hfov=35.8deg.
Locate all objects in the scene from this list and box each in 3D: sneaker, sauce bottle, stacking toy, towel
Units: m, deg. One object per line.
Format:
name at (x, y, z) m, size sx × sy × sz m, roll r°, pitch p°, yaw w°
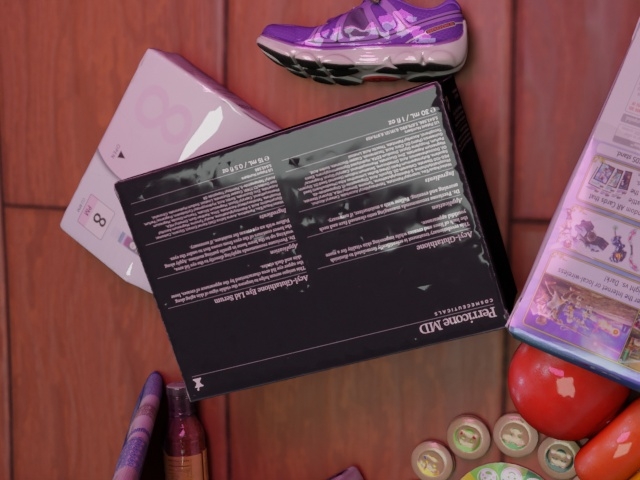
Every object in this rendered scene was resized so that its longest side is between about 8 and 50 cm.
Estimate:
sneaker at (0.034, -0.164, 0.791) m, size 0.169 × 0.068 × 0.071 m, roll 2°, pitch 82°, yaw 14°
sauce bottle at (-0.123, 0.193, 0.901) m, size 0.042 × 0.042 × 0.128 m, roll -1°, pitch 94°, yaw 22°
stacking toy at (0.266, 0.189, 0.706) m, size 0.141 × 0.141 × 0.330 m, roll -48°, pitch 71°, yaw 20°
towel at (-0.177, 0.247, 0.808) m, size 0.034 × 0.285 × 0.209 m, roll 16°, pitch 103°, yaw -6°

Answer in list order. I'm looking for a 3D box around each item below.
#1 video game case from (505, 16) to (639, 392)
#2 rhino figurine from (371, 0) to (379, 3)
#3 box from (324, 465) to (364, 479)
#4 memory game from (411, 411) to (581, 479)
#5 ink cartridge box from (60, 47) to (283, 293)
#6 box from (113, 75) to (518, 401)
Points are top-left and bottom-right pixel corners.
video game case at (0.296, 0.004, 0.654) m, size 0.269 × 0.061 × 0.244 m, roll 23°, pitch 83°, yaw 19°
rhino figurine at (0.058, -0.301, 0.743) m, size 0.106 × 0.073 × 0.243 m, roll 11°, pitch 96°, yaw 20°
box at (-0.041, 0.296, 0.803) m, size 0.181 × 0.182 × 0.119 m, roll -33°, pitch 84°, yaw 23°
memory game at (0.150, 0.229, 0.809) m, size 0.186 × 0.012 × 0.186 m, roll 3°, pitch 98°, yaw 21°
ink cartridge box at (-0.094, -0.026, 0.855) m, size 0.232 × 0.066 × 0.189 m, roll 37°, pitch 108°, yaw 18°
box at (0.000, 0.000, 0.769) m, size 0.261 × 0.103 × 0.184 m, roll -15°, pitch 97°, yaw 17°
